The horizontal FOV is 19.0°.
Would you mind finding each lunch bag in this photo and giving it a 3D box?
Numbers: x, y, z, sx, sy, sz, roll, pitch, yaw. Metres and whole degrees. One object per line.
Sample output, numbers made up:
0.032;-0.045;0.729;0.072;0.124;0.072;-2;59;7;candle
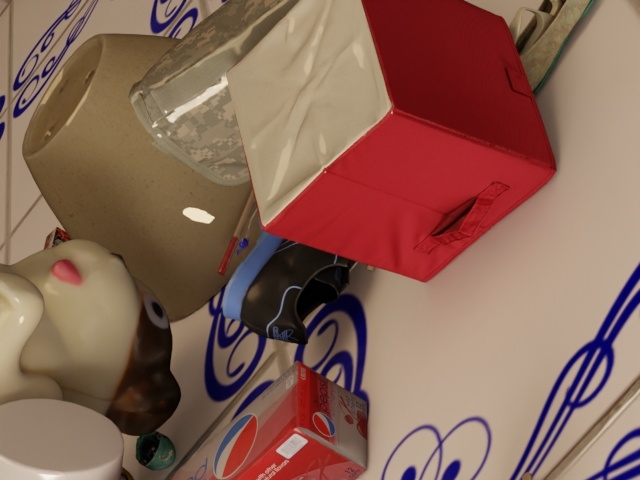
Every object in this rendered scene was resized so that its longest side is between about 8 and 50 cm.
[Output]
-0.039;-0.172;1.867;0.235;0.169;0.287;-33;-4;15;lunch bag

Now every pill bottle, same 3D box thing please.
-0.270;0.302;1.793;0.160;0.160;0.283;-112;30;-63;pill bottle

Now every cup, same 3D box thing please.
-0.201;-0.105;2.203;0.331;0.237;0.331;-45;26;29;cup

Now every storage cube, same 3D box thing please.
0.059;-0.104;1.674;0.184;0.193;0.215;-42;46;34;storage cube

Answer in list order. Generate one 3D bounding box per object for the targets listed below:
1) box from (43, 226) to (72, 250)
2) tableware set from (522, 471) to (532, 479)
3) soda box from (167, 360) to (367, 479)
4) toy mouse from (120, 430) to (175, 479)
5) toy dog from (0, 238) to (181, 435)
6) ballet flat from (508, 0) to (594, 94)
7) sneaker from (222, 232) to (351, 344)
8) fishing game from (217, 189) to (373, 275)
-0.310;0.057;2.400;0.027;0.094;0.137;-42;28;34;box
0.106;0.253;1.411;0.169;0.020;0.141;-40;29;37;tableware set
-0.071;0.227;1.718;0.263;0.083;0.092;-44;27;29;soda box
-0.181;0.251;1.976;0.143;0.031;0.161;-39;30;38;toy mouse
-0.338;0.147;1.925;0.408;0.395;0.284;-23;38;-23;toy dog
0.211;-0.210;1.743;0.168;0.052;0.057;-60;23;-6;ballet flat
0.000;0.000;1.839;0.232;0.090;0.081;-58;-20;-23;sneaker
0.004;-0.032;1.953;0.264;0.041;0.189;-9;54;50;fishing game
